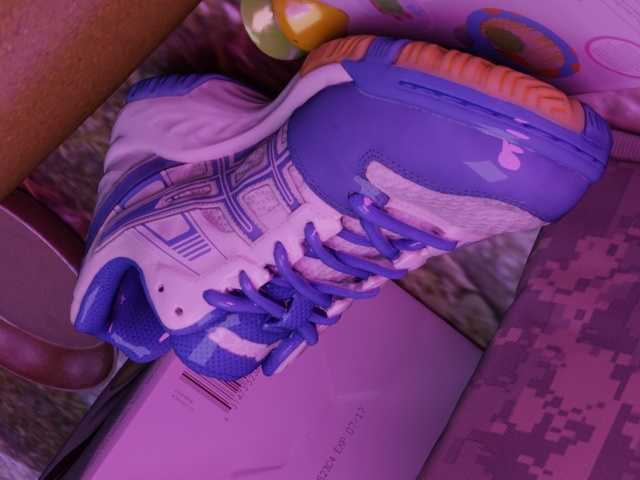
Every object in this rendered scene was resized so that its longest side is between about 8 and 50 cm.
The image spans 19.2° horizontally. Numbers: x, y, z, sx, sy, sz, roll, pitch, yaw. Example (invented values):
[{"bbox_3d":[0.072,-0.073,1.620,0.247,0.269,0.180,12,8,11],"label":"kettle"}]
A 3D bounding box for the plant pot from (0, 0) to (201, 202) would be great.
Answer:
[{"bbox_3d":[-0.183,-0.128,0.525,0.366,0.353,0.366,26,160,10],"label":"plant pot"}]

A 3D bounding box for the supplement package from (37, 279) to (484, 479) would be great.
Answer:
[{"bbox_3d":[-0.047,0.126,0.952,0.149,0.194,0.203,38,146,-6],"label":"supplement package"}]

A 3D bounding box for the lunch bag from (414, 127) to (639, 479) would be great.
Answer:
[{"bbox_3d":[0.149,0.143,0.770,0.169,0.235,0.287,13,141,24],"label":"lunch bag"}]

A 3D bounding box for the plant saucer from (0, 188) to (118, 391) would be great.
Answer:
[{"bbox_3d":[-0.178,0.017,1.071,0.168,0.029,0.168,25,146,19],"label":"plant saucer"}]

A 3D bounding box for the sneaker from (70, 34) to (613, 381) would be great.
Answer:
[{"bbox_3d":[0.000,0.000,0.771,0.112,0.131,0.296,27,163,-29],"label":"sneaker"}]

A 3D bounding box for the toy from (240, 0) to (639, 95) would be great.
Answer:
[{"bbox_3d":[0.053,-0.109,0.691,0.137,0.056,0.237,37,155,-28],"label":"toy"}]
